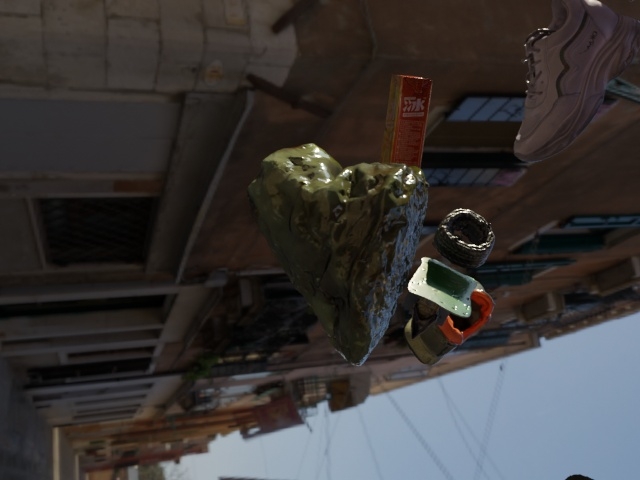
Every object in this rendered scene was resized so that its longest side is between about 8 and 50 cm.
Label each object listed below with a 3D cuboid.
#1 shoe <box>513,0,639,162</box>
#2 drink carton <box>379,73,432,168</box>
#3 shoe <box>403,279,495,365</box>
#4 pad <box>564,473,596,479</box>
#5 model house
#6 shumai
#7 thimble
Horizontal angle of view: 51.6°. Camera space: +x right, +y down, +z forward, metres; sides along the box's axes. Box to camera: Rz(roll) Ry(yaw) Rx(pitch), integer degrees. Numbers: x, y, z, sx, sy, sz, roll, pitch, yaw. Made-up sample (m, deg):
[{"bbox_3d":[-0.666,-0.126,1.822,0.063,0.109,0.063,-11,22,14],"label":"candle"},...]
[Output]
[{"bbox_3d":[0.337,-0.234,0.945,0.245,0.137,0.095,-56,-178,9],"label":"shoe"},{"bbox_3d":[0.180,-0.238,1.418,0.096,0.070,0.223,-117,-147,-73],"label":"drink carton"},{"bbox_3d":[0.331,0.151,1.520,0.171,0.336,0.132,-38,-94,40],"label":"shoe"},{"bbox_3d":[0.277,0.415,0.599,0.315,0.063,0.376,9,-71,63],"label":"pad"},{"bbox_3d":[0.200,0.113,1.167,0.088,0.117,0.167,-68,173,26],"label":"model house"},{"bbox_3d":[0.000,0.000,0.951,0.309,0.263,0.304,87,27,-60],"label":"shumai"},{"bbox_3d":[0.265,-0.004,1.220,0.066,0.104,0.095,103,14,-55],"label":"thimble"}]
